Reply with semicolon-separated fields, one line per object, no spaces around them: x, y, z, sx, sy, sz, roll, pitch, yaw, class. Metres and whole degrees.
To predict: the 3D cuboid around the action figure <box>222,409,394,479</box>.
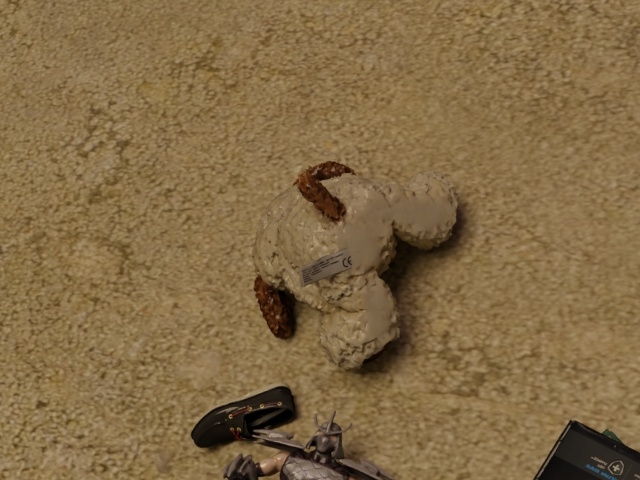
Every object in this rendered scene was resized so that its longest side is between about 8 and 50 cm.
-0.028;0.318;1.651;0.185;0.099;0.285;16;78;19;action figure

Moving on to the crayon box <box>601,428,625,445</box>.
0.308;0.338;1.469;0.165;0.081;0.278;-41;51;1;crayon box

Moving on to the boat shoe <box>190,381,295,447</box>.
-0.092;0.211;1.789;0.133;0.049;0.042;-25;45;9;boat shoe

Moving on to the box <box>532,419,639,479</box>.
0.284;0.290;1.425;0.220;0.051;0.175;26;77;37;box

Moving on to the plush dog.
0.000;0.000;1.796;0.225;0.210;0.262;-3;55;58;plush dog
